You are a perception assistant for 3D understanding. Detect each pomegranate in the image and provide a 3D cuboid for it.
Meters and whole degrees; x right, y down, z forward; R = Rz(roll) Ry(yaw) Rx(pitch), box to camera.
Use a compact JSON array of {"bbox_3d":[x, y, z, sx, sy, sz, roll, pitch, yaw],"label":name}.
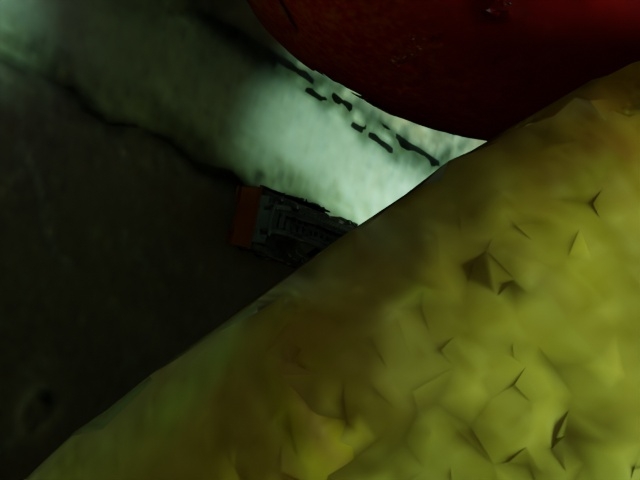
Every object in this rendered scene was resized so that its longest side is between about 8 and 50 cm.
[{"bbox_3d":[0.056,-0.144,0.547,0.210,0.210,0.235,13,54,-54],"label":"pomegranate"}]

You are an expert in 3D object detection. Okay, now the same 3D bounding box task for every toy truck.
[{"bbox_3d":[0.000,0.000,0.640,0.083,0.032,0.024,22,74,-55],"label":"toy truck"}]

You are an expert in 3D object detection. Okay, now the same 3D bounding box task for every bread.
[{"bbox_3d":[0.053,0.120,0.464,0.398,0.398,0.215,-20,69,-51],"label":"bread"}]
